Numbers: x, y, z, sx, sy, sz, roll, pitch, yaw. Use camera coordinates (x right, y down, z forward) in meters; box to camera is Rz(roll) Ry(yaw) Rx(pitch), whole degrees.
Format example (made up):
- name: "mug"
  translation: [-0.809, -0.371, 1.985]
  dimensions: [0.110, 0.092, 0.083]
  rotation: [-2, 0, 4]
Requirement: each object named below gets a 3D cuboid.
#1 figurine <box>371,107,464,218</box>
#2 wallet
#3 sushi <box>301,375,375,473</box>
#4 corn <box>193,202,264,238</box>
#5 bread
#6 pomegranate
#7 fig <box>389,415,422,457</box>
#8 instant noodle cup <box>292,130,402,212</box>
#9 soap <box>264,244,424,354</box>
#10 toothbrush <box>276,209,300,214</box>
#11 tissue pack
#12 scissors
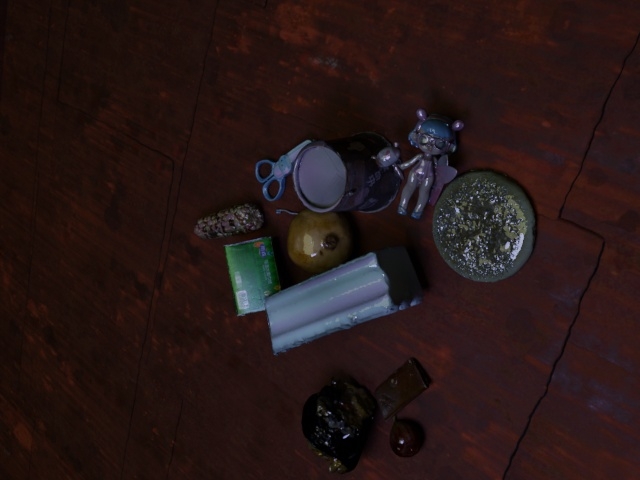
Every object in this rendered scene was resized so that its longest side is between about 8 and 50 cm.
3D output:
- name: "figurine"
  translation: [0.228, -0.185, 1.555]
  dimensions: [0.205, 0.103, 0.260]
  rotation: [21, 115, 14]
- name: "wallet"
  translation: [0.207, 0.391, 1.720]
  dimensions: [0.176, 0.026, 0.095]
  rotation: [-50, 48, 34]
- name: "sushi"
  translation: [0.044, 0.506, 1.779]
  dimensions: [0.213, 0.200, 0.204]
  rotation: [41, 123, 10]
- name: "corn"
  translation: [-0.283, -0.055, 2.010]
  dimensions: [0.281, 0.092, 0.092]
  rotation: [-11, 91, 44]
- name: "bread"
  translation: [0.371, -0.032, 1.516]
  dimensions: [0.267, 0.040, 0.266]
  rotation: [8, 103, 38]
- name: "pomegranate"
  translation: [0.000, 0.000, 1.730]
  dimensions: [0.196, 0.196, 0.196]
  rotation: [8, 103, 37]
- name: "fig"
  translation: [0.214, 0.507, 1.728]
  dimensions: [0.125, 0.089, 0.088]
  rotation: [-121, 45, -55]
- name: "instant noodle cup"
  translation: [0.060, -0.164, 1.634]
  dimensions: [0.217, 0.207, 0.217]
  rotation: [8, 103, 39]
- name: "soap"
  translation: [0.032, 0.160, 1.669]
  dimensions: [0.446, 0.261, 0.156]
  rotation: [-25, 81, 31]
- name: "toothbrush"
  translation: [-0.078, -0.080, 1.884]
  dimensions: [0.131, 0.011, 0.013]
  rotation: [7, 90, 38]
- name: "tissue pack"
  translation: [-0.185, 0.101, 1.932]
  dimensions: [0.148, 0.156, 0.209]
  rotation: [-12, 90, 3]
- name: "scissors"
  translation: [-0.095, -0.215, 1.860]
  dimensions: [0.256, 0.030, 0.125]
  rotation: [-35, 76, 40]
